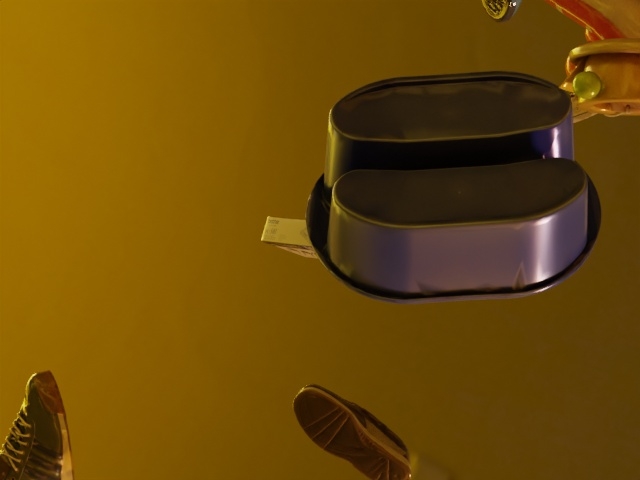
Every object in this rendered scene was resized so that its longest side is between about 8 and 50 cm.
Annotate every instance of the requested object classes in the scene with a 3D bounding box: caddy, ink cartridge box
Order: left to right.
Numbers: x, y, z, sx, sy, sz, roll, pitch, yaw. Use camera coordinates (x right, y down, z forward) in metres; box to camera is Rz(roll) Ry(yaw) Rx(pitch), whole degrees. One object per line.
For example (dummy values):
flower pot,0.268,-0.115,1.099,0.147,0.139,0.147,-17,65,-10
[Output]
ink cartridge box,0.000,0.000,2.018,0.097,0.046,0.207,20,-8,-33
caddy,0.151,-0.051,1.434,0.341,0.241,0.179,-3,-36,2

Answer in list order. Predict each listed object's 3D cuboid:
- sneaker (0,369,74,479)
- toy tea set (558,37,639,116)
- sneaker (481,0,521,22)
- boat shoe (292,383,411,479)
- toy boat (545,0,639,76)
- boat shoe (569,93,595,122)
sneaker,-0.326,0.242,1.404,0.064,0.086,0.192,37,-45,52
toy tea set,0.336,-0.070,0.960,0.200,0.124,0.336,2,-4,44
sneaker,0.234,-0.350,1.440,0.069,0.082,0.209,41,-40,42
boat shoe,0.049,0.290,1.916,0.223,0.080,0.073,40,26,-14
toy boat,0.373,-0.269,1.652,0.151,0.151,0.231,0,33,-36
boat shoe,0.343,-0.181,1.700,0.100,0.035,0.035,-19,-72,27
